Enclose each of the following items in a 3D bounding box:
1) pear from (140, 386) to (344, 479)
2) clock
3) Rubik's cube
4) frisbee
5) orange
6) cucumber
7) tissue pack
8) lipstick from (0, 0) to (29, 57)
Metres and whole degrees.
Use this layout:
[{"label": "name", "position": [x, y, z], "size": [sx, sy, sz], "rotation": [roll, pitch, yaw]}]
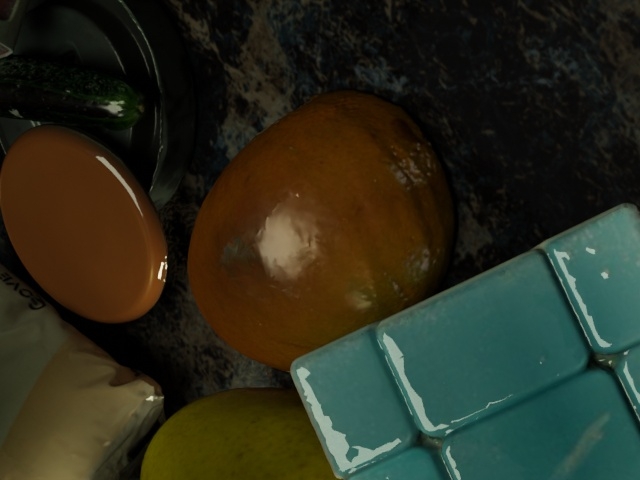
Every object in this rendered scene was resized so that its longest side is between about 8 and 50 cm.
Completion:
[{"label": "pear", "position": [-0.050, 0.304, 1.752], "size": [0.386, 0.191, 0.340], "rotation": [37, 100, 32]}, {"label": "clock", "position": [-0.280, -0.163, 2.033], "size": [0.325, 0.067, 0.325], "rotation": [12, 110, 36]}, {"label": "Rubik's cube", "position": [0.204, 0.178, 1.497], "size": [0.322, 0.319, 0.316], "rotation": [-25, 82, 11]}, {"label": "frisbee", "position": [-0.276, -0.015, 2.017], "size": [0.251, 0.021, 0.251], "rotation": [19, 126, 29]}, {"label": "orange", "position": [-0.002, -0.003, 1.846], "size": [0.310, 0.274, 0.274], "rotation": [-34, 79, 8]}, {"label": "cucumber", "position": [-0.283, -0.163, 1.946], "size": [0.241, 0.074, 0.074], "rotation": [10, 108, 35]}, {"label": "tissue pack", "position": [-0.407, 0.225, 2.057], "size": [0.375, 0.390, 0.195], "rotation": [31, 163, 14]}, {"label": "lipstick", "position": [-0.349, -0.329, 1.960], "size": [0.077, 0.079, 0.253], "rotation": [-7, 63, 49]}]
